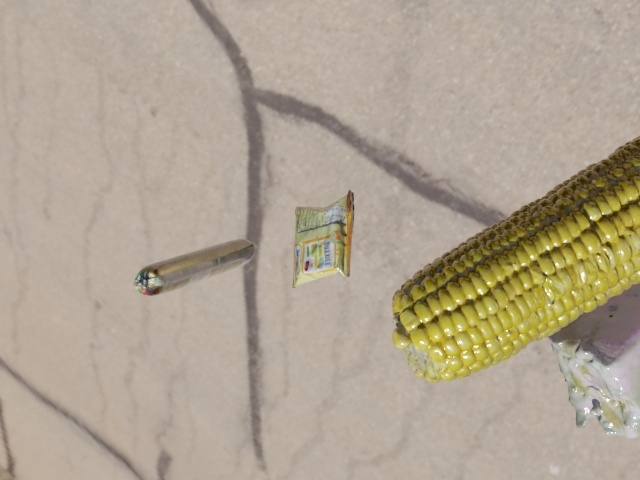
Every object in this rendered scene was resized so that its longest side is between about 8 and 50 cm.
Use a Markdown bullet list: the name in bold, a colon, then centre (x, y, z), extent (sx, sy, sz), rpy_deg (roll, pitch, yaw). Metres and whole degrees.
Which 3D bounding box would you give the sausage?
- **sausage**: centre (-0.124, 0.025, 0.991), extent (0.033, 0.269, 0.033), rpy_deg (2, 97, 18)

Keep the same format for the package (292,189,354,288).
- **package**: centre (0.001, 0.000, 1.181), extent (0.120, 0.031, 0.108), rpy_deg (-14, 68, 50)

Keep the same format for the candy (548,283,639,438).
- **candy**: centre (0.432, 0.157, 1.335), extent (0.137, 0.195, 0.185), rpy_deg (22, 147, 49)

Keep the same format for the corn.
- **corn**: centre (0.146, 0.008, 0.569), extent (0.080, 0.238, 0.080), rpy_deg (56, 171, 14)
